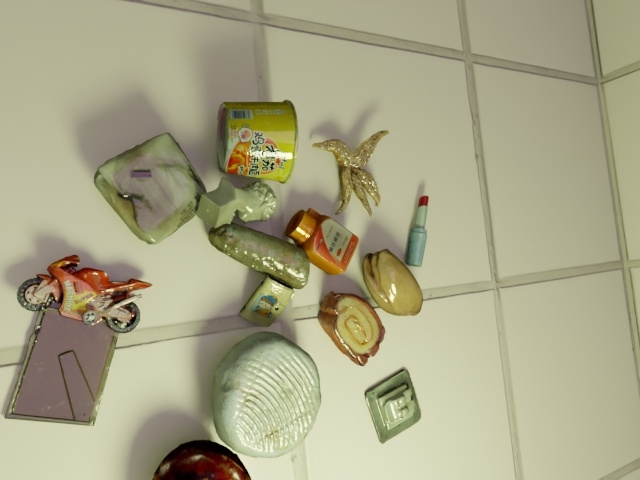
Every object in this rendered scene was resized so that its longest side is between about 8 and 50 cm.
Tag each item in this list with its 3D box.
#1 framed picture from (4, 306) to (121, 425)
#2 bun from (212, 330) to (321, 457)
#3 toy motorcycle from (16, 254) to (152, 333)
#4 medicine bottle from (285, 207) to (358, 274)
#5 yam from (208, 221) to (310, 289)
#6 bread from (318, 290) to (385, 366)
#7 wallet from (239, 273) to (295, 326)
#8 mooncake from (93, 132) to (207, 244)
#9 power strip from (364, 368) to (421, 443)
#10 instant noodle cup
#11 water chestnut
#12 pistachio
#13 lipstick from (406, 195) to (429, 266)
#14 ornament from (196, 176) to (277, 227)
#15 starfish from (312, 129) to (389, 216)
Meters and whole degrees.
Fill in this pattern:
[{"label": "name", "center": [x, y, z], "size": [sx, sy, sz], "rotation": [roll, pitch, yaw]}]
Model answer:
[{"label": "framed picture", "center": [-0.649, 0.323, 1.224], "size": [0.208, 0.019, 0.281], "rotation": [19, 75, -27]}, {"label": "bun", "center": [-0.166, 0.447, 1.382], "size": [0.354, 0.194, 0.355], "rotation": [5, 80, -32]}, {"label": "toy motorcycle", "center": [-0.600, 0.135, 1.230], "size": [0.298, 0.089, 0.171], "rotation": [22, 63, -27]}, {"label": "medicine bottle", "center": [0.000, 0.000, 1.576], "size": [0.222, 0.112, 0.149], "rotation": [34, 68, -22]}, {"label": "yam", "center": [-0.186, 0.036, 1.464], "size": [0.330, 0.133, 0.133], "rotation": [24, 73, -19]}, {"label": "bread", "center": [0.098, 0.271, 1.594], "size": [0.190, 0.123, 0.244], "rotation": [-45, 106, -28]}, {"label": "wallet", "center": [-0.160, 0.190, 1.459], "size": [0.110, 0.039, 0.155], "rotation": [30, 108, -24]}, {"label": "mooncake", "center": [-0.456, -0.142, 1.321], "size": [0.254, 0.136, 0.250], "rotation": [-38, 106, -26]}, {"label": "power strip", "center": [0.274, 0.588, 1.689], "size": [0.213, 0.064, 0.198], "rotation": [-21, 93, -29]}, {"label": "instant noodle cup", "center": [-0.198, -0.299, 1.432], "size": [0.200, 0.264, 0.265], "rotation": [-1, 85, -22]}, {"label": "water chestnut", "center": [-0.308, 0.677, 1.219], "size": [0.299, 0.300, 0.300], "rotation": [4, 82, -29]}, {"label": "pistachio", "center": [0.258, 0.158, 1.679], "size": [0.293, 0.162, 0.182], "rotation": [49, 38, -16]}, {"label": "lipstick", "center": [0.376, -0.039, 1.819], "size": [0.061, 0.068, 0.274], "rotation": [16, 78, -23]}, {"label": "ornament", "center": [-0.240, -0.116, 1.399], "size": [0.120, 0.130, 0.285], "rotation": [43, 23, 23]}, {"label": "starfish", "center": [0.138, -0.226, 1.701], "size": [0.301, 0.084, 0.294], "rotation": [-16, 96, -27]}]
